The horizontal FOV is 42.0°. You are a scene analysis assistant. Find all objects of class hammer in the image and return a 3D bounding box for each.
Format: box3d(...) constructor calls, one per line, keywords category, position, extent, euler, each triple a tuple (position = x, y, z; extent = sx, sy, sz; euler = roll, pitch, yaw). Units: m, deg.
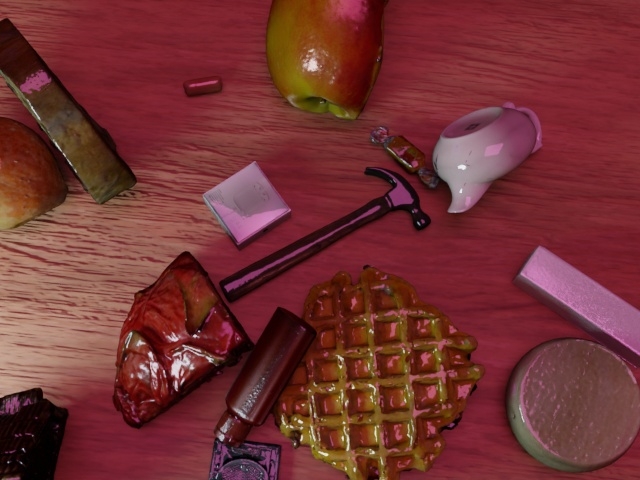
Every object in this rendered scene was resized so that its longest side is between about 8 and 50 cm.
box3d(category="hammer", position=(0.000, 0.000, 1.675), extent=(0.440, 0.044, 0.168), euler=(-30, 78, -10))

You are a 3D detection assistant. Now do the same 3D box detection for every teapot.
box3d(category="teapot", position=(0.344, -0.184, 1.669), extent=(0.300, 0.208, 0.166), euler=(-27, 96, -28))

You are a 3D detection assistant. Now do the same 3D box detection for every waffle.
box3d(category="waffle", position=(0.087, 0.251, 1.555), extent=(0.382, 0.095, 0.379), euler=(34, 87, 19))

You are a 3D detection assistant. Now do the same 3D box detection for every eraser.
box3d(category="eraser", position=(0.526, 0.130, 1.633), extent=(0.298, 0.076, 0.078), euler=(35, 77, 9))

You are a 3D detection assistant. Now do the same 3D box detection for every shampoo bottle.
box3d(category="shampoo bottle", position=(-0.108, 0.256, 1.534), extent=(0.102, 0.064, 0.260), euler=(33, 93, 43))

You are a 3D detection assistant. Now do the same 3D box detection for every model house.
box3d(category="model house", position=(-0.610, 0.407, 1.418), extent=(0.317, 0.282, 0.297), euler=(-7, 74, -4))

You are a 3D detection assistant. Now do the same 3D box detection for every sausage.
box3d(category="sausage", position=(-0.249, -0.329, 1.769), extent=(0.083, 0.034, 0.034), euler=(-10, 74, -5))

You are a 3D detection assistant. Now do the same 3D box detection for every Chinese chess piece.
box3d(category="Chinese chess piece", position=(0.474, 0.307, 1.567), extent=(0.250, 0.101, 0.250), euler=(0, 74, -1))

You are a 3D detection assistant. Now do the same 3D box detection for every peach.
box3d(category="peach", position=(-0.609, -0.123, 1.631), extent=(0.233, 0.232, 0.232), euler=(0, 74, -1))
box3d(category="peach", position=(0.022, -0.463, 1.685), extent=(0.242, 0.306, 0.380), euler=(16, 79, -4))

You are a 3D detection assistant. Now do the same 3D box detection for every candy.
box3d(category="candy", position=(0.180, -0.173, 1.730), extent=(0.053, 0.046, 0.182), euler=(-44, 74, -9))

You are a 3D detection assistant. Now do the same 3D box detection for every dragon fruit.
box3d(category="dragon fruit", position=(-0.253, 0.225, 1.552), extent=(0.240, 0.302, 0.330), euler=(35, 91, -24))

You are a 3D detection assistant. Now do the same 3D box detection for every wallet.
box3d(category="wallet", position=(-0.141, 0.419, 1.559), extent=(0.129, 0.026, 0.088), euler=(7, 73, 1))

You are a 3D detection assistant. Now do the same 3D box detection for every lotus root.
box3d(category="lotus root", position=(-0.504, -0.246, 1.576), extent=(0.111, 0.375, 0.390), euler=(-37, 90, -7))

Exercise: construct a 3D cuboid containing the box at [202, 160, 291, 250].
box3d(category="box", position=(-0.148, -0.071, 1.689), extent=(0.129, 0.051, 0.130), euler=(-34, 78, -11))
